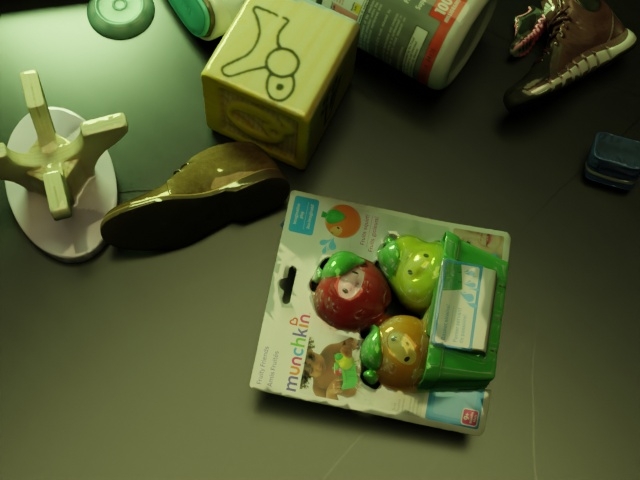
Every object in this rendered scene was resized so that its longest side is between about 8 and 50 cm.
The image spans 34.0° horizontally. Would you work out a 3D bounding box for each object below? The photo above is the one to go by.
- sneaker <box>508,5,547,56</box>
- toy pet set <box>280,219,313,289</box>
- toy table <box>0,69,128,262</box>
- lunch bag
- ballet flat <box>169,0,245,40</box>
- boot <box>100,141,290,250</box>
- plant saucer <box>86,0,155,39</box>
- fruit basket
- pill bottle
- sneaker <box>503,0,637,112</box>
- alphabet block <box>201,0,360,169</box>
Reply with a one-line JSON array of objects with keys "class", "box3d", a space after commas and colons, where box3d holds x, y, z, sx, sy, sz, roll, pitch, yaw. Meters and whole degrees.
[{"class": "sneaker", "box3d": [0.357, -0.369, 1.836, 0.057, 0.047, 0.119, 34, 64, 17]}, {"class": "toy pet set", "box3d": [0.000, 0.000, 1.663, 0.122, 0.065, 0.114, -31, 73, -14]}, {"class": "toy table", "box3d": [-0.416, -0.119, 1.642, 0.252, 0.161, 0.274, -27, 71, -12]}, {"class": "lunch bag", "box3d": [0.491, -0.128, 1.735, 0.098, 0.065, 0.067, 18, 54, 6]}, {"class": "ballet flat", "box3d": [-0.259, -0.520, 1.835, 0.139, 0.139, 0.400, -34, 78, -14]}, {"class": "boot", "box3d": [-0.211, -0.073, 1.676, 0.305, 0.112, 0.115, -18, 54, -16]}, {"class": "plant saucer", "box3d": [-0.351, -0.408, 1.830, 0.119, 0.021, 0.119, 1, 69, -2]}, {"class": "fruit basket", "box3d": [0.099, 0.098, 1.564, 0.353, 0.165, 0.327, 14, 69, -6]}, {"class": "pill bottle", "box3d": [0.098, -0.424, 1.754, 0.363, 0.210, 0.210, 31, 71, 9]}, {"class": "sneaker", "box3d": [0.391, -0.335, 1.778, 0.281, 0.106, 0.162, -29, 87, -23]}, {"class": "alphabet block", "box3d": [-0.064, -0.265, 1.696, 0.192, 0.193, 0.197, 25, 70, 9]}]
